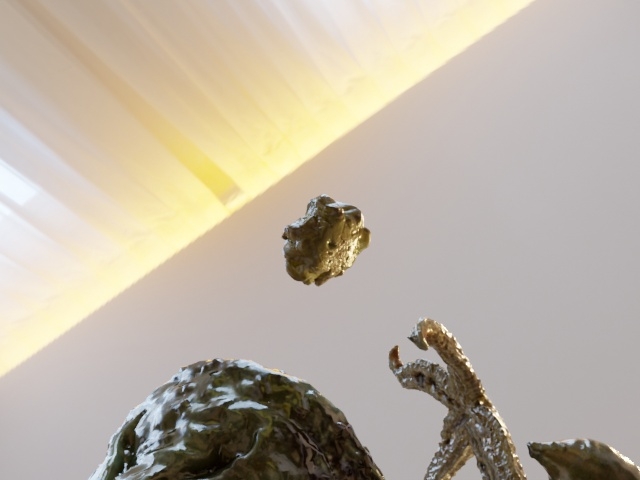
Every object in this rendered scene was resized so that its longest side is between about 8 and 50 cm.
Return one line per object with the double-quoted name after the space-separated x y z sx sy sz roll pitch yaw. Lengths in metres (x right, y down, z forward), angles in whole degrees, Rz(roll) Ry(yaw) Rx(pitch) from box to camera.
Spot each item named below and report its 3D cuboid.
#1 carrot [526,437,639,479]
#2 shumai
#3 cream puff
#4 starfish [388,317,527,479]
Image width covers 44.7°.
0.251 0.213 0.408 0.342 0.070 0.070 41 -95 6 "carrot"
-0.122 0.336 0.757 0.395 0.348 0.395 9 -73 33 "shumai"
0.000 0.000 0.701 0.058 0.083 0.083 16 -84 50 "cream puff"
0.176 0.231 1.004 0.094 0.327 0.375 -21 -161 -14 "starfish"
